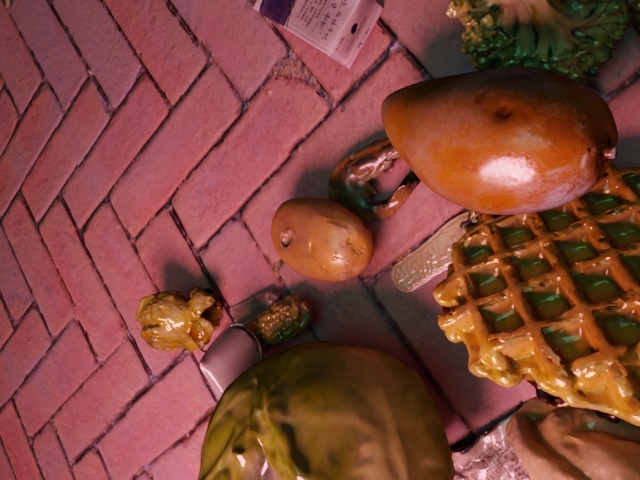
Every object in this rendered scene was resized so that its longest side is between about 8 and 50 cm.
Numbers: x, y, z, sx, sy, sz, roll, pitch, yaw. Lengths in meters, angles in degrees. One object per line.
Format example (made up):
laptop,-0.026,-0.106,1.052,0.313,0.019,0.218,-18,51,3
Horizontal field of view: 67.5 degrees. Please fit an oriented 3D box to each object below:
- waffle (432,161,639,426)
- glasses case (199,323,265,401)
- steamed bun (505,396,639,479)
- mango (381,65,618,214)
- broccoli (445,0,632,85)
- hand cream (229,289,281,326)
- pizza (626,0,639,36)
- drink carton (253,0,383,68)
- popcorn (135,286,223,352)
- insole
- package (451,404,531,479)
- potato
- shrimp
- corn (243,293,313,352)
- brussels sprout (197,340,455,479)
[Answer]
waffle,0.351,0.038,0.665,0.379,0.095,0.382,15,67,42
glasses case,-0.145,0.332,0.985,0.083,0.128,0.308,-5,110,38
steamed bun,0.376,0.393,0.610,0.230,0.324,0.372,-32,77,21
mango,0.230,-0.152,0.699,0.384,0.221,0.199,32,141,49
broccoli,0.305,-0.351,0.681,0.247,0.243,0.263,-37,70,29
hand cream,-0.149,0.153,1.092,0.165,0.037,0.057,-31,76,35
pizza,0.516,-0.257,0.665,0.188,0.062,0.199,10,98,32
drink carton,-0.005,-0.458,0.945,0.222,0.101,0.134,41,109,23
popcorn,-0.325,0.196,1.130,0.195,0.174,0.168,-2,130,6
insole,0.230,0.016,0.869,0.248,0.011,0.081,-38,74,26
package,0.317,0.401,0.818,0.232,0.040,0.166,-42,74,17
potato,0.000,0.000,0.934,0.233,0.146,0.150,20,83,44
shrimp,0.118,-0.119,0.906,0.254,0.059,0.145,-23,83,30
corn,-0.126,0.200,1.045,0.288,0.086,0.087,-33,75,29
brussels sprout,-0.002,0.360,0.826,0.425,0.342,0.361,-24,45,0
